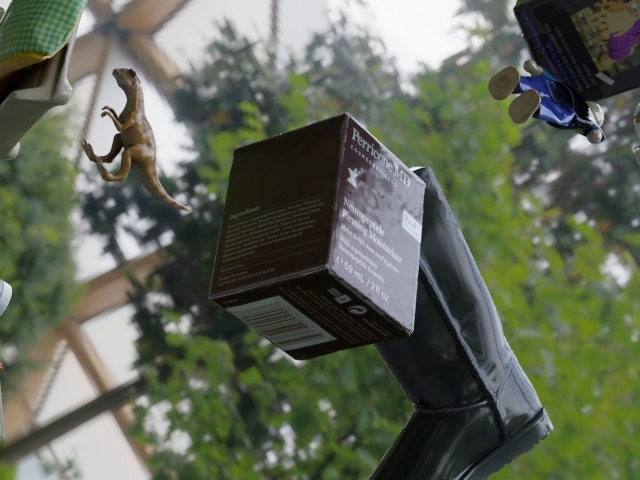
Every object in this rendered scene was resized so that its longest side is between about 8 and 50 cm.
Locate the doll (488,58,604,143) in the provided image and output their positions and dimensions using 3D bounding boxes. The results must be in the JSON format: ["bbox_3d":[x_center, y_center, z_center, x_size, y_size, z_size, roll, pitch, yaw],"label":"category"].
[{"bbox_3d":[0.257,-0.151,1.635,0.189,0.046,0.129,8,39,-51],"label":"doll"}]

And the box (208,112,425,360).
[{"bbox_3d":[0.000,0.000,1.674,0.168,0.167,0.203,38,48,-41],"label":"box"}]

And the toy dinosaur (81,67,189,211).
[{"bbox_3d":[-0.226,-0.105,1.844,0.064,0.112,0.211,27,-44,57],"label":"toy dinosaur"}]

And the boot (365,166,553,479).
[{"bbox_3d":[0.100,0.163,2.129,0.146,0.367,0.445,4,-56,60],"label":"boot"}]

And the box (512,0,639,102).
[{"bbox_3d":[0.380,-0.273,1.729,0.143,0.270,0.165,65,24,-18],"label":"box"}]

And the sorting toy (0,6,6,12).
[{"bbox_3d":[-0.382,-0.382,1.866,0.132,0.046,0.274,10,-78,29],"label":"sorting toy"}]

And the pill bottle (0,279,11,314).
[{"bbox_3d":[-0.541,0.057,2.211,0.160,0.087,0.087,35,1,-33],"label":"pill bottle"}]

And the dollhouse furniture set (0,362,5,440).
[{"bbox_3d":[-0.423,0.144,1.343,0.262,0.259,0.135,-7,-86,46],"label":"dollhouse furniture set"}]

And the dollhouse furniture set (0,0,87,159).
[{"bbox_3d":[-0.309,-0.168,1.260,0.301,0.151,0.197,-30,-136,56],"label":"dollhouse furniture set"}]

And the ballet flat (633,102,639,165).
[{"bbox_3d":[0.255,-0.083,1.069,0.072,0.068,0.213,62,18,-20],"label":"ballet flat"}]
